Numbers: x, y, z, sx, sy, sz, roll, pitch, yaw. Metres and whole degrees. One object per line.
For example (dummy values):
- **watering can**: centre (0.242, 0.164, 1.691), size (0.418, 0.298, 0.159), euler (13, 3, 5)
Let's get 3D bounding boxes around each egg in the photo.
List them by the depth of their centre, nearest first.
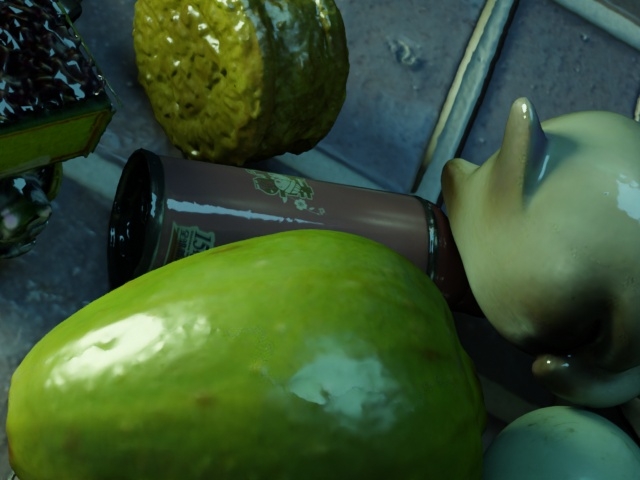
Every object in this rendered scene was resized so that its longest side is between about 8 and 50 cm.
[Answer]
- **egg**: centre (0.184, 0.217, 1.267), size (0.149, 0.149, 0.192), euler (11, 60, -21)

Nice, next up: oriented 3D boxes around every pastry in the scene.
- **pastry**: centre (-0.067, -0.152, 1.377), size (0.103, 0.188, 0.188), euler (-15, 66, -37)

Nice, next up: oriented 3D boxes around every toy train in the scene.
- **toy train**: centre (-0.268, -0.121, 1.252), size (0.134, 0.177, 0.261), euler (-19, 69, -36)

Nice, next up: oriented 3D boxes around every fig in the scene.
- **fig**: centre (-0.048, 0.124, 1.155), size (0.326, 0.258, 0.258), euler (-3, 59, -12)

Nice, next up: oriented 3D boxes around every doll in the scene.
- **doll**: centre (0.279, 0.034, 1.282), size (0.370, 0.215, 0.226), euler (12, 79, -9)

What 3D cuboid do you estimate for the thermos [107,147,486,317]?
- **thermos**: centre (0.000, 0.008, 1.360), size (0.330, 0.136, 0.109), euler (9, 82, -22)

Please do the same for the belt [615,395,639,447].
- **belt**: centre (0.314, 0.172, 1.405), size (0.126, 0.094, 0.359), euler (-6, 59, -25)

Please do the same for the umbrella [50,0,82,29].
- **umbrella**: centre (-0.306, -0.266, 1.385), size (0.272, 0.122, 0.110), euler (39, 93, -3)
